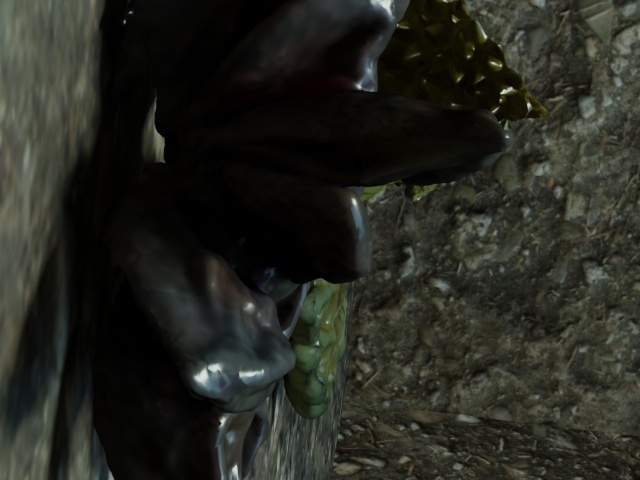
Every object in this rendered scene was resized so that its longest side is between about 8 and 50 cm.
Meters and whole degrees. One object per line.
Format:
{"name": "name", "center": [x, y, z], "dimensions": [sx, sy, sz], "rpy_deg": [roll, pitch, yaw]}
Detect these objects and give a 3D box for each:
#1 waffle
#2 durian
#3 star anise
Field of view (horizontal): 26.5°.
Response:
{"name": "waffle", "center": [0.000, 0.000, 1.252], "dimensions": [0.309, 0.056, 0.292], "rpy_deg": [89, 8, -57]}
{"name": "durian", "center": [0.033, -0.096, 0.783], "dimensions": [0.306, 0.166, 0.172], "rpy_deg": [80, 14, -79]}
{"name": "star anise", "center": [-0.025, -0.017, 0.499], "dimensions": [0.212, 0.129, 0.283], "rpy_deg": [126, -21, -63]}
